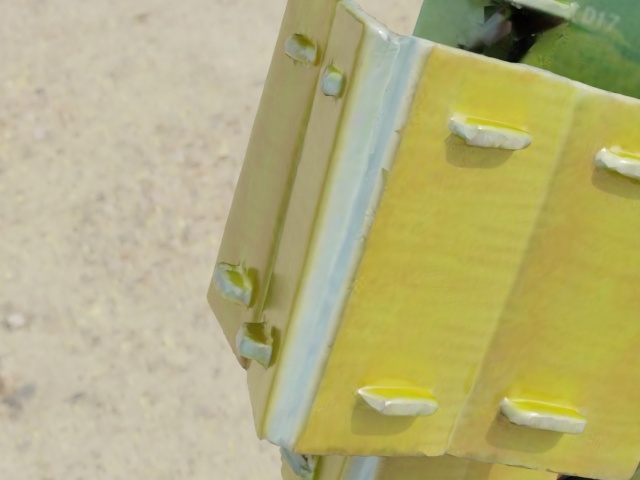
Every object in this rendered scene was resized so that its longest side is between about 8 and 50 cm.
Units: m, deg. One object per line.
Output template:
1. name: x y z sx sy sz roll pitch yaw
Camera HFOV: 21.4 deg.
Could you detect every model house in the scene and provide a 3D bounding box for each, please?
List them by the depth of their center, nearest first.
1. model house: 0.000 0.000 0.727 0.340 0.300 0.323 22 11 19
